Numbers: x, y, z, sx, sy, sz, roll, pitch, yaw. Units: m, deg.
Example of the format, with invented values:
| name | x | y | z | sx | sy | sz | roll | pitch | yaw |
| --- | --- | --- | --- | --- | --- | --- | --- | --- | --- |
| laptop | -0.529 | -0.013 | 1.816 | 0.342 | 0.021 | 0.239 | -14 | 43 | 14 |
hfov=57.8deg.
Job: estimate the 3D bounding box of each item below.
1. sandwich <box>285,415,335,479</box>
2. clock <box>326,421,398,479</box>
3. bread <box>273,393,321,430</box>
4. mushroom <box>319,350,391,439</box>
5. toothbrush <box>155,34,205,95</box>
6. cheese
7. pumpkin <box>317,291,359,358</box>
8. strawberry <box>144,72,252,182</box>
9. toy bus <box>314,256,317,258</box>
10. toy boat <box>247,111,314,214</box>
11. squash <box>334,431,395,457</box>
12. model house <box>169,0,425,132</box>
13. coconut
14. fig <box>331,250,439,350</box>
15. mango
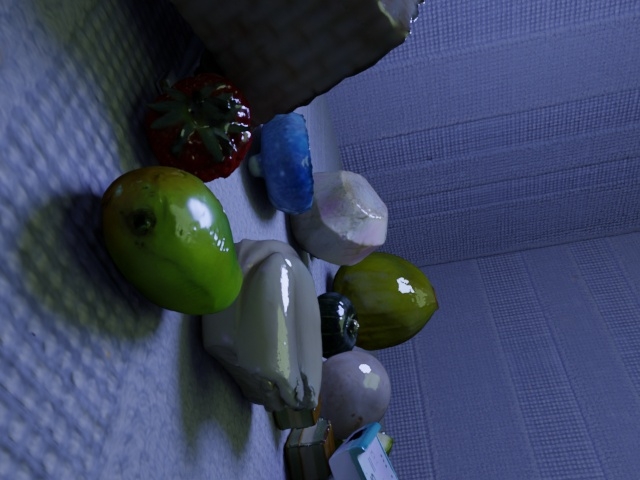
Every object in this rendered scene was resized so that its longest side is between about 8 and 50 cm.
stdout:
| name | x | y | z | sx | sy | sz | roll | pitch | yaw |
| --- | --- | --- | --- | --- | --- | --- | --- | --- | --- |
| sandwich | -0.005 | 0.424 | 1.063 | 0.113 | 0.079 | 0.163 | -44 | 122 | -79 |
| clock | 0.086 | 0.446 | 0.970 | 0.231 | 0.116 | 0.262 | 65 | 5 | 13 |
| bread | -0.050 | 0.244 | 1.004 | 0.084 | 0.074 | 0.139 | -73 | 150 | -72 |
| mushroom | 0.050 | 0.335 | 1.310 | 0.204 | 0.204 | 0.204 | -10 | 90 | -82 |
| toothbrush | -0.188 | -0.280 | 0.849 | 0.342 | 0.025 | 0.030 | -87 | 163 | -55 |
| cheese | -0.072 | 0.130 | 0.800 | 0.266 | 0.127 | 0.233 | 65 | 18 | -58 |
| pumpkin | 0.033 | 0.211 | 1.436 | 0.167 | 0.125 | 0.167 | -1 | 90 | -88 |
| strawberry | -0.141 | -0.130 | 0.683 | 0.148 | 0.131 | 0.131 | -152 | -132 | -69 |
| toy bus | 0.000 | 0.000 | 1.709 | 0.172 | 0.057 | 0.072 | -69 | 139 | -75 |
| toy boat | -0.087 | -0.159 | 1.206 | 0.330 | 0.123 | 0.215 | -112 | -162 | -75 |
| squash | 0.050 | 0.591 | 1.436 | 0.111 | 0.203 | 0.289 | -84 | -162 | -65 |
| model house | -0.078 | -0.440 | 0.756 | 0.400 | 0.395 | 0.445 | 49 | 42 | -30 |
| coconut | 0.040 | -0.049 | 1.465 | 0.259 | 0.259 | 0.259 | -10 | 90 | -82 |
| fig | 0.203 | 0.188 | 1.884 | 0.343 | 0.343 | 0.343 | -10 | 90 | -82 |
| mango | -0.136 | 0.005 | 0.564 | 0.233 | 0.111 | 0.125 | 61 | 25 | -70 |
